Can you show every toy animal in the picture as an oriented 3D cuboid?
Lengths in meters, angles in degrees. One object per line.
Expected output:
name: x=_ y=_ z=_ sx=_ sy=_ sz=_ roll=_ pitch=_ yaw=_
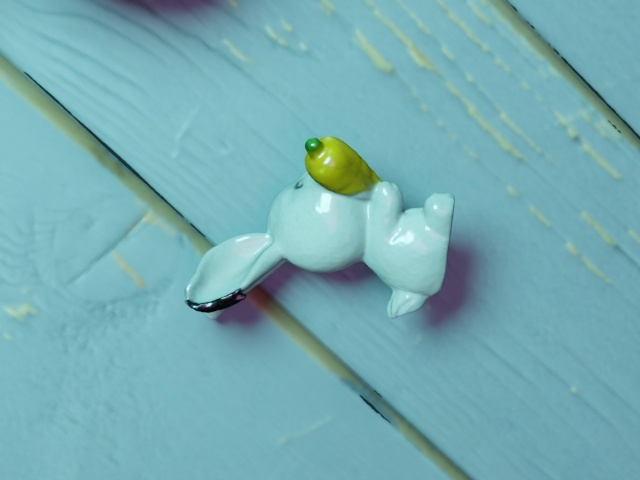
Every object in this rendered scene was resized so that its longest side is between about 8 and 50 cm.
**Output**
toy animal: x=0.000 y=0.000 z=1.215 sx=0.182 sy=0.131 sz=0.127 roll=8 pitch=78 yaw=-2
